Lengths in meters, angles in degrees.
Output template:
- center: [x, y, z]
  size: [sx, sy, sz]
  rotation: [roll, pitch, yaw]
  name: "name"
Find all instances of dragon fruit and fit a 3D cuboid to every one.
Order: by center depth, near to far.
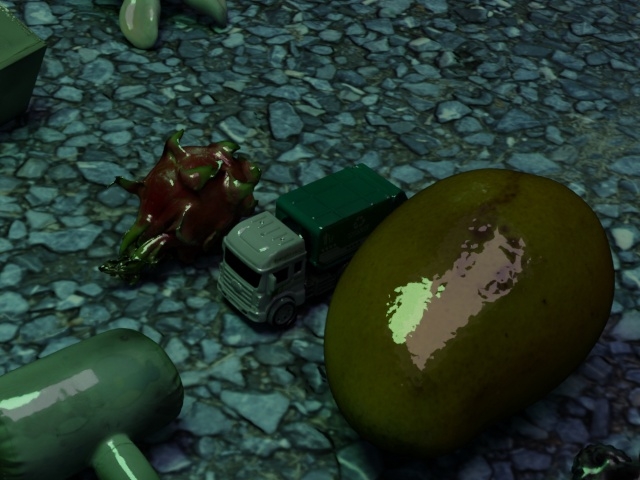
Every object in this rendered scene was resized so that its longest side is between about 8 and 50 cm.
- center: [-0.179, -0.038, 1.310]
  size: [0.236, 0.135, 0.137]
  rotation: [-34, 58, -17]
  name: "dragon fruit"

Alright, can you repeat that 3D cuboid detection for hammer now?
- center: [-0.172, 0.231, 1.001]
  size: [0.206, 0.118, 0.335]
  rotation: [-26, 55, -31]
  name: "hammer"

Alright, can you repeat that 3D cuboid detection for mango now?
- center: [0.151, 0.074, 1.142]
  size: [0.264, 0.221, 0.378]
  rotation: [30, 53, 22]
  name: "mango"

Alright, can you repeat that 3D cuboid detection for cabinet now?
- center: [-0.506, -0.257, 1.459]
  size: [0.206, 0.145, 0.150]
  rotation: [41, 47, 5]
  name: "cabinet"

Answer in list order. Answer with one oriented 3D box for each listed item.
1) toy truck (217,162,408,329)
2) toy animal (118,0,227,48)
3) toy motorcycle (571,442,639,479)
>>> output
- center: [0.000, 0.000, 1.288]
  size: [0.253, 0.124, 0.114]
  rotation: [-24, 45, -34]
  name: "toy truck"
- center: [-0.310, -0.481, 1.784]
  size: [0.196, 0.241, 0.367]
  rotation: [-28, 64, -24]
  name: "toy animal"
- center: [0.330, 0.276, 1.021]
  size: [0.118, 0.084, 0.212]
  rotation: [-9, 49, -20]
  name: "toy motorcycle"
